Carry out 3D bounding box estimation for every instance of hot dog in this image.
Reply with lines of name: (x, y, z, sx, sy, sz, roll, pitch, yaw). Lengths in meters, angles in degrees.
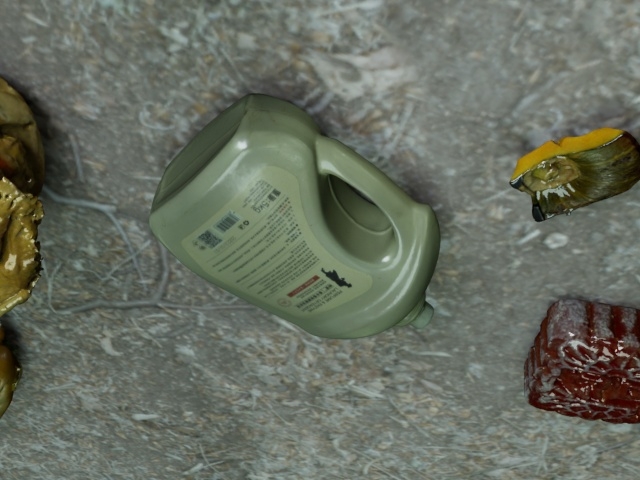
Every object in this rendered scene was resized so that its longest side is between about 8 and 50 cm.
hot dog: (-0.414, 0.165, 1.034, 0.109, 0.072, 0.269, 25, 140, -17)

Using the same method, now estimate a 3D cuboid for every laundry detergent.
laundry detergent: (0.000, 0.000, 0.720, 0.253, 0.091, 0.181, 35, 129, -24)

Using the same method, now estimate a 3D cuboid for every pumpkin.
pumpkin: (0.192, -0.054, 0.656, 0.101, 0.035, 0.073, -22, 141, 29)

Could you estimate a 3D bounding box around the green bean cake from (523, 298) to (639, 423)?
green bean cake: (0.265, 0.117, 0.816, 0.135, 0.056, 0.136, 10, 140, 4)

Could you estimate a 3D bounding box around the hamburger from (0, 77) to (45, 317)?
hamburger: (-0.334, -0.045, 0.695, 0.244, 0.163, 0.244, -6, 140, -5)
